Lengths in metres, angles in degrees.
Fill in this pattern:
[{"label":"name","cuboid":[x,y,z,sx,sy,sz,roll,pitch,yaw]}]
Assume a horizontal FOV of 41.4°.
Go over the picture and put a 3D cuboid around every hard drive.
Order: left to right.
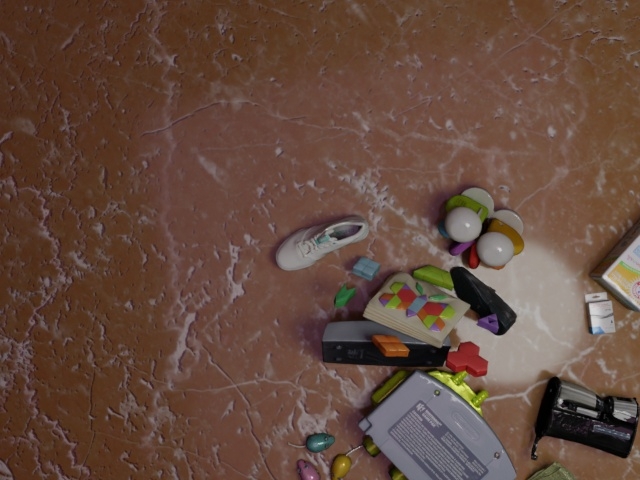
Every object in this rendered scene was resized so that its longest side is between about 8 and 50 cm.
[{"label":"hard drive","cuboid":[0.131,0.213,1.727,0.254,0.172,0.054,2,66,2]}]

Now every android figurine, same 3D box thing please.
[{"label":"android figurine","cuboid":[0.227,0.383,1.772,0.273,0.056,0.248,-40,87,3]}]

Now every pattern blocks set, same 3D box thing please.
[{"label":"pattern blocks set","cuboid":[0.193,0.136,1.684,0.324,0.285,0.026,16,128,10]}]

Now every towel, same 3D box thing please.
[{"label":"towel","cuboid":[0.504,0.528,1.744,0.148,0.027,0.110,45,130,4]}]

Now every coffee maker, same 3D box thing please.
[{"label":"coffee maker","cuboid":[0.542,0.381,1.737,0.178,0.120,0.171,17,115,4]}]

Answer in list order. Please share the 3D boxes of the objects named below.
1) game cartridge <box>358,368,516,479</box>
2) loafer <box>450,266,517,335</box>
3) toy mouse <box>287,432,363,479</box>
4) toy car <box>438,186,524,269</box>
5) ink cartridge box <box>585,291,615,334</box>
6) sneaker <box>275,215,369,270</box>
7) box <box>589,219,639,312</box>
[{"label":"game cartridge","cuboid":[0.245,0.413,1.717,0.196,0.060,0.294,-44,88,9]},{"label":"loafer","cuboid":[0.341,0.120,1.775,0.061,0.062,0.170,-31,79,-36]},{"label":"toy mouse","cuboid":[-0.009,0.465,1.793,0.143,0.031,0.161,31,91,3]},{"label":"toy car","cuboid":[0.321,-0.011,1.742,0.182,0.159,0.136,37,128,2]},{"label":"ink cartridge box","cuboid":[0.584,0.152,1.768,0.048,0.028,0.083,-8,88,3]},{"label":"sneaker","cuboid":[0.000,0.000,1.768,0.212,0.094,0.080,-25,89,3]},{"label":"box","cuboid":[0.668,0.036,1.728,0.114,0.103,0.203,43,91,3]}]
